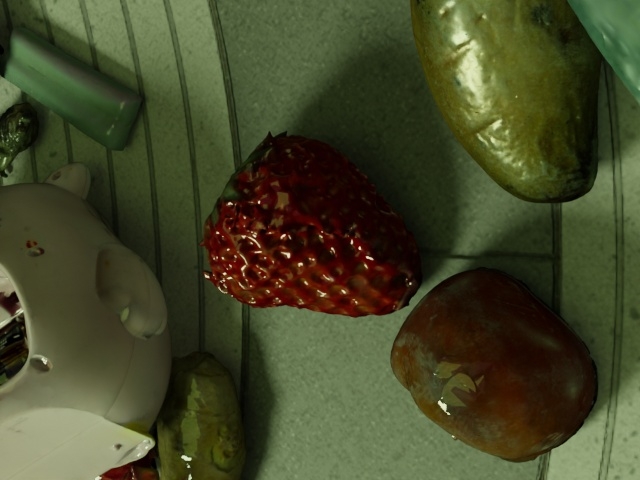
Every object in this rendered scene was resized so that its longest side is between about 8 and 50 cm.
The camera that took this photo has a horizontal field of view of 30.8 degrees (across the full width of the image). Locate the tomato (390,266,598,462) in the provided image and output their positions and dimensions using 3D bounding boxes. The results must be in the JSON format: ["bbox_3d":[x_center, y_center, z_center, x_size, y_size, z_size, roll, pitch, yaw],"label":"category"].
[{"bbox_3d":[0.167,0.139,1.205,0.214,0.155,0.181,35,110,21],"label":"tomato"}]

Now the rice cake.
[{"bbox_3d":[-0.329,-0.202,1.511,0.221,0.042,0.080,33,115,22],"label":"rice cake"}]

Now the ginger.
[{"bbox_3d":[-0.152,0.271,1.458,0.116,0.109,0.263,6,104,0],"label":"ginger"}]

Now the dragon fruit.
[{"bbox_3d":[-0.280,0.292,1.520,0.136,0.133,0.166,-46,74,20],"label":"dragon fruit"}]

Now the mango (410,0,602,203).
[{"bbox_3d":[0.191,-0.198,1.159,0.176,0.175,0.330,30,138,54],"label":"mango"}]

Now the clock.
[{"bbox_3d":[-0.368,0.099,1.423,0.368,0.250,0.377,-33,53,19],"label":"clock"}]

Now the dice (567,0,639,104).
[{"bbox_3d":[0.389,-0.259,0.929,0.330,0.328,0.348,-35,81,29],"label":"dice"}]

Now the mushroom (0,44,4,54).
[{"bbox_3d":[-0.549,-0.212,1.529,0.283,0.263,0.195,-37,124,23],"label":"mushroom"}]

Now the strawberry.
[{"bbox_3d":[0.000,0.000,1.293,0.244,0.205,0.205,32,114,-1],"label":"strawberry"}]

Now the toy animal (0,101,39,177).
[{"bbox_3d":[-0.459,-0.120,1.589,0.219,0.069,0.086,-17,73,27],"label":"toy animal"}]
